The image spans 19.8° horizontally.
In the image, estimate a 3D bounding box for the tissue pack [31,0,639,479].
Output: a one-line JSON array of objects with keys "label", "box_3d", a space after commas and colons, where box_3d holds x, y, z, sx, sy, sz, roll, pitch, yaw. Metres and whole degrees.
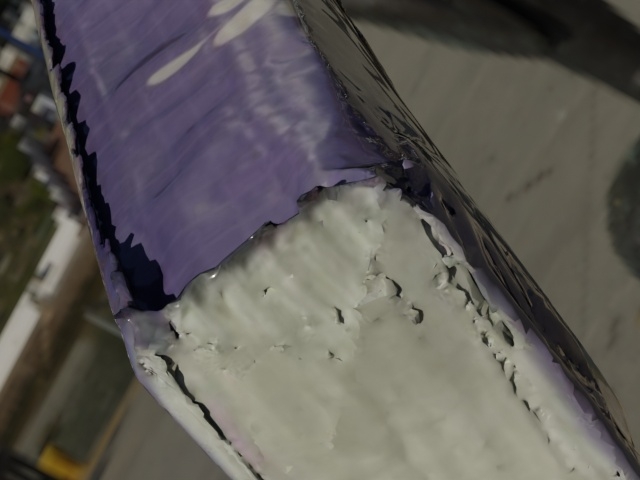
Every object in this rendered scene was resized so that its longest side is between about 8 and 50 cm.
[{"label": "tissue pack", "box_3d": [0.000, 0.000, 0.744, 0.125, 0.242, 0.343, -36, 32, 6]}]
